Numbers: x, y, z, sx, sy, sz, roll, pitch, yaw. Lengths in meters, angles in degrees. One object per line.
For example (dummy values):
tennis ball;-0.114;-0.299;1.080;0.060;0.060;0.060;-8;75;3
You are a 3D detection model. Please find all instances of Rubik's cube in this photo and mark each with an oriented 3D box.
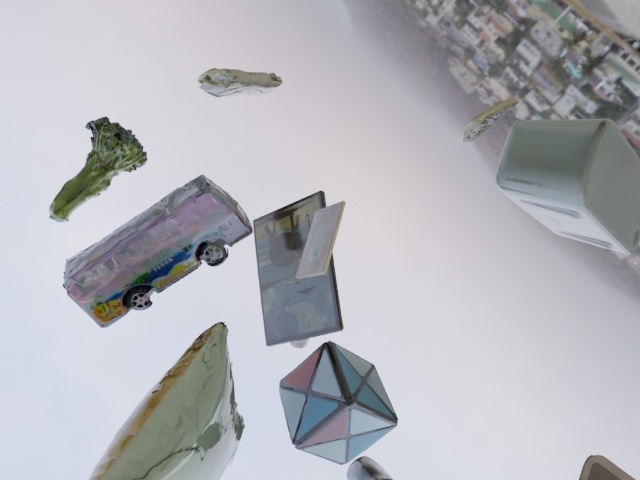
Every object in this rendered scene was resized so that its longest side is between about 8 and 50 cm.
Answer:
Rubik's cube;0.050;0.499;1.746;0.248;0.250;0.246;32;-158;-36

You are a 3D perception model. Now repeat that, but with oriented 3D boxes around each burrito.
burrito;-0.177;-0.368;1.327;0.275;0.082;0.059;-28;-71;-62

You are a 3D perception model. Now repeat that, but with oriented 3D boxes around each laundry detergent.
laundry detergent;0.125;0.468;1.013;0.078;0.222;0.144;-38;-86;-15

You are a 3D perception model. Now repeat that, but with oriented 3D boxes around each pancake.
pancake;0.389;-0.281;1.316;0.028;0.158;0.158;57;-147;9

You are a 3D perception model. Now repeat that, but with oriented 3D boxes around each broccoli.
broccoli;-0.585;-0.173;1.451;0.146;0.165;0.304;24;-110;20

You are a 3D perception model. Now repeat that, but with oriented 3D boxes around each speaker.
speaker;0.536;-0.109;1.184;0.184;0.183;0.406;18;177;44

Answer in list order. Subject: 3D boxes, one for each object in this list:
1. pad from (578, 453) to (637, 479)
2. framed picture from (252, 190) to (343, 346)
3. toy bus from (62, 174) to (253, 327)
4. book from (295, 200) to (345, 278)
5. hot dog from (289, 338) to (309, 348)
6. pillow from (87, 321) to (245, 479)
pad;0.421;0.418;0.744;0.266;0.002;0.176;36;-114;-10
framed picture;-0.065;0.075;1.415;0.016;0.265;0.346;8;-110;-47
toy bus;-0.282;0.014;0.989;0.138;0.317;0.112;56;179;-40
book;0.000;0.000;1.263;0.012;0.118;0.172;26;-112;-26
hot dog;-0.057;0.238;1.775;0.100;0.337;0.135;25;-121;5
pillow;-0.212;0.315;0.836;0.119;0.310;0.312;20;-133;15
